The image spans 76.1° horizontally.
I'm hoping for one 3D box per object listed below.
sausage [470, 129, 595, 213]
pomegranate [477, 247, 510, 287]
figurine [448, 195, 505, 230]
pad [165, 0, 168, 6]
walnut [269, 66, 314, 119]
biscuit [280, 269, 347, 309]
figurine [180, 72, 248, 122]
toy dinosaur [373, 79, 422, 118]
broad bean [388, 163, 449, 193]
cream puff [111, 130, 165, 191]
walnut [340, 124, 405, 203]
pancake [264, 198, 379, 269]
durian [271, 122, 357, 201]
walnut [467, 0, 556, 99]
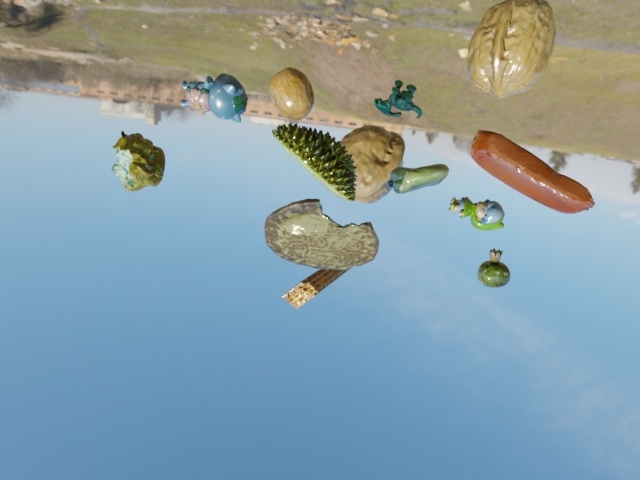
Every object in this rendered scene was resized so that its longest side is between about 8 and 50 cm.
[{"bbox_3d":[0.547,-0.173,1.083,0.348,0.094,0.097,39,173,15],"label":"sausage"},{"bbox_3d":[0.613,0.099,1.445,0.115,0.142,0.114,1,-168,0],"label":"pomegranate"},{"bbox_3d":[0.753,-0.138,1.963,0.264,0.143,0.162,18,-133,7],"label":"figurine"},{"bbox_3d":[-0.438,-0.896,1.365,0.003,0.234,0.158,35,169,-30],"label":"pad"},{"bbox_3d":[-0.122,-0.632,1.786,0.196,0.221,0.195,-18,-176,1],"label":"walnut"},{"bbox_3d":[0.017,0.105,1.195,0.054,0.094,0.379,53,-155,6],"label":"biscuit"},{"bbox_3d":[-0.256,-0.366,1.022,0.178,0.114,0.144,10,-146,15],"label":"figurine"},{"bbox_3d":[0.211,-0.363,1.086,0.132,0.096,0.059,26,-122,-1],"label":"toy dinosaur"},{"bbox_3d":[0.369,-0.235,1.543,0.228,0.100,0.169,-7,-177,18],"label":"broad bean"},{"bbox_3d":[-0.467,-0.197,1.067,0.156,0.156,0.121,19,-144,31],"label":"cream puff"},{"bbox_3d":[0.227,-0.373,1.995,0.384,0.383,0.383,7,-162,-2],"label":"walnut"},{"bbox_3d":[0.000,0.000,0.812,0.235,0.212,0.029,25,-130,-23],"label":"pancake"},{"bbox_3d":[-0.012,-0.243,1.299,0.352,0.169,0.158,41,-125,-8],"label":"durian"},{"bbox_3d":[0.461,-0.466,1.000,0.198,0.244,0.198,11,180,0],"label":"walnut"}]
